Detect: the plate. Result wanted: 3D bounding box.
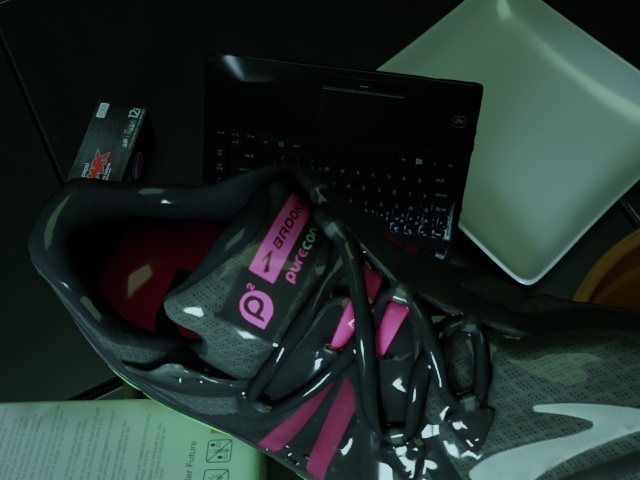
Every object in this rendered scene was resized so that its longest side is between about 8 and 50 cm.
[{"bbox_3d":[0.198,-0.122,0.834,0.277,0.045,0.278,-41,70,-16],"label":"plate"}]

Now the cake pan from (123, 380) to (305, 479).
[{"bbox_3d":[-0.024,0.119,0.714,0.293,0.054,0.293,0,64,0],"label":"cake pan"}]

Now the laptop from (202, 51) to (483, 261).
[{"bbox_3d":[0.000,0.000,0.664,0.234,0.264,0.136,8,28,4],"label":"laptop"}]

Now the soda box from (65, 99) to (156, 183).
[{"bbox_3d":[-0.216,-0.054,0.796,0.053,0.060,0.168,11,64,5],"label":"soda box"}]

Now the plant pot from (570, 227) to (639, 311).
[{"bbox_3d":[0.302,0.149,0.613,0.291,0.203,0.290,0,63,1],"label":"plant pot"}]

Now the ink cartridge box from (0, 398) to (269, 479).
[{"bbox_3d":[-0.225,0.208,0.592,0.371,0.069,0.175,-1,49,4],"label":"ink cartridge box"}]

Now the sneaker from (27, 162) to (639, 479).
[{"bbox_3d":[0.013,0.068,0.486,0.483,0.202,0.185,10,68,24],"label":"sneaker"}]
